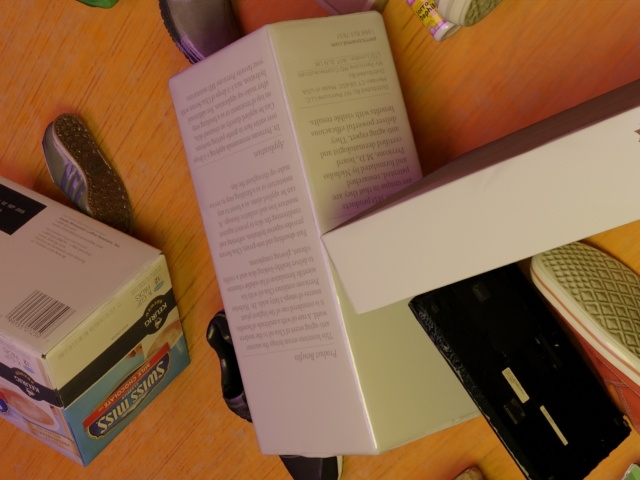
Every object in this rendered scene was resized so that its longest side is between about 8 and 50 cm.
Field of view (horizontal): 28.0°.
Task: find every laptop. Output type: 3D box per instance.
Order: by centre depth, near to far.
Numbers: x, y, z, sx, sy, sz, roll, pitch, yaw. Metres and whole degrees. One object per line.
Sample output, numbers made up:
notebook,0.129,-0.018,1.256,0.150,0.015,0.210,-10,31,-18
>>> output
laptop,0.194,0.139,1.325,0.234,0.264,0.136,55,134,6

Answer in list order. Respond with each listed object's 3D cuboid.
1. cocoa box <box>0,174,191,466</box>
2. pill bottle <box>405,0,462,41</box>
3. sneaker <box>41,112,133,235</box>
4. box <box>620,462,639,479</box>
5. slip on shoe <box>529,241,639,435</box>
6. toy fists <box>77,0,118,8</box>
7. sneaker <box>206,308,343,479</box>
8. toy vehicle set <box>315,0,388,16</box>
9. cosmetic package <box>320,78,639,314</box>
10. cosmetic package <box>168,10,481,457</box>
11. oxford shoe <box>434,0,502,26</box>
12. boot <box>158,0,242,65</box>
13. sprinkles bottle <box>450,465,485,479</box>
cocoa box,-0.390,0.101,1.765,0.347,0.231,0.228,23,140,29
pill bottle,0.118,-0.257,1.378,0.083,0.043,0.043,53,131,9
sneaker,-0.331,-0.081,1.796,0.086,0.064,0.192,-19,100,55
box,0.394,0.425,1.355,0.322,0.058,0.232,39,95,19
slip on shoe,0.331,0.136,1.325,0.331,0.123,0.101,47,134,7
toy fists,-0.289,-0.428,1.598,0.142,0.096,0.279,27,124,42
sneaker,-0.072,0.214,1.662,0.107,0.124,0.283,-17,97,42
toy vehicle set,0.047,-0.377,1.391,0.166,0.035,0.267,44,129,16
cosmetic package,0.226,-0.064,1.211,0.377,0.284,0.097,-22,93,42
cosmetic package,0.000,0.000,1.423,0.230,0.161,0.453,-14,89,55
oxford shoe,0.186,-0.404,1.189,0.130,0.169,0.449,42,133,17
boot,-0.124,-0.317,1.524,0.161,0.083,0.246,-36,85,35
sprinkles bottle,0.252,0.434,1.497,0.355,0.121,0.121,48,130,13
